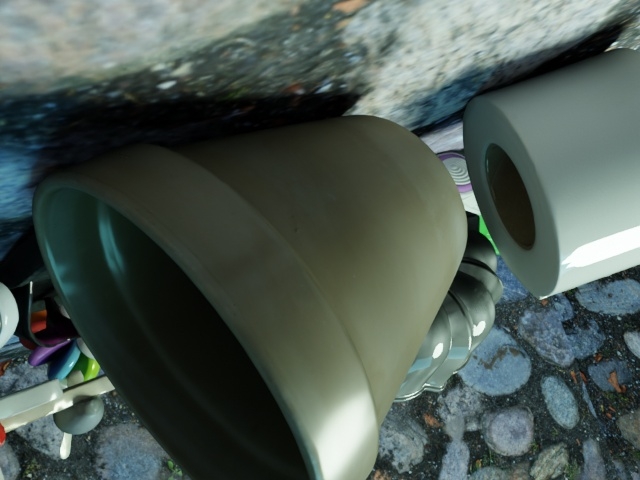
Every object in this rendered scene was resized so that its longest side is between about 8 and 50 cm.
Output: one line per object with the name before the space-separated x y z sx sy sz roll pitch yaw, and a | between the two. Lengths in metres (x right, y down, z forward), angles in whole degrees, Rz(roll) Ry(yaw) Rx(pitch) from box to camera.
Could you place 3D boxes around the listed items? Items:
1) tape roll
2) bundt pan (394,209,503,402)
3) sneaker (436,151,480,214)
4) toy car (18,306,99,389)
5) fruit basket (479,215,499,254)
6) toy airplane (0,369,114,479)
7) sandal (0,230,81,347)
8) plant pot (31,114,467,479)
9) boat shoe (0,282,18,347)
tape roll | 0.290 -0.076 0.702 0.169 0.246 0.246 -20 176 -1
bundt pan | 0.090 0.027 0.780 0.331 0.330 0.124 -17 156 -32
sneaker | 0.274 -0.097 1.131 0.305 0.114 0.152 -6 152 -33
toy car | -0.499 0.196 1.170 0.159 0.182 0.136 -40 162 20
fruit basket | 0.288 -0.066 1.367 0.327 0.165 0.353 4 -174 -17
toy airplane | -0.470 0.264 0.790 0.386 0.272 0.384 -4 -168 1
sandal | -0.322 0.071 0.758 0.168 0.107 0.446 -16 175 -34
plant pot | -0.028 0.029 0.528 0.280 0.323 0.323 -38 -173 -34
boat shoe | -0.468 0.112 0.611 0.306 0.113 0.105 -10 -170 0
